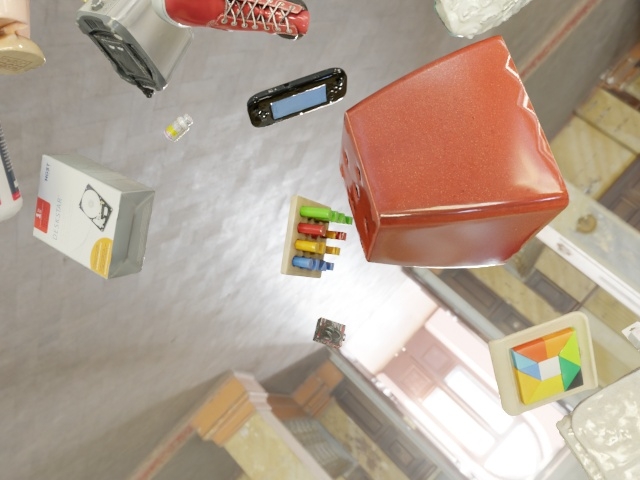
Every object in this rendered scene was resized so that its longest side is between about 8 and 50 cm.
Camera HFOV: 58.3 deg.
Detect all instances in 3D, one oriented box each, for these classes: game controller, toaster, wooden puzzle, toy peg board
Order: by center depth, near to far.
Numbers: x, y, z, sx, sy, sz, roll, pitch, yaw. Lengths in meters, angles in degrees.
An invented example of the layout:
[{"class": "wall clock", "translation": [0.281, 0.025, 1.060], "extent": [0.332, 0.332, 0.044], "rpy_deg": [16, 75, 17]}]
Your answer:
[{"class": "toaster", "translation": [-0.332, -0.389, 1.075], "extent": [0.146, 0.129, 0.227], "rpy_deg": [-63, 153, -16]}, {"class": "toy peg board", "translation": [0.000, 0.000, 1.192], "extent": [0.161, 0.079, 0.161], "rpy_deg": [14, 84, -63]}, {"class": "wooden puzzle", "translation": [0.537, 0.301, 1.369], "extent": [0.238, 0.221, 0.044], "rpy_deg": [-17, -161, 0]}, {"class": "game controller", "translation": [-0.069, -0.432, 1.753], "extent": [0.319, 0.067, 0.166], "rpy_deg": [-20, 156, -4]}]

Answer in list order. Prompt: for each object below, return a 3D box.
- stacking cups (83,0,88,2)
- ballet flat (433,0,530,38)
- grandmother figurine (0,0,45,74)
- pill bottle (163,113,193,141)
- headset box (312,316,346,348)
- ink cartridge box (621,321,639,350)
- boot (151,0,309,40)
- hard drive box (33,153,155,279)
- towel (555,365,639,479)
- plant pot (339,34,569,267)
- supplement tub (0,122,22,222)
[{"class": "stacking cups", "translation": [-0.371, -0.578, 0.989], "extent": [0.316, 0.096, 0.096], "rpy_deg": [-56, 159, 11]}, {"class": "ballet flat", "translation": [0.318, -0.461, 0.816], "extent": [0.409, 0.147, 0.147], "rpy_deg": [-43, 160, -11]}, {"class": "grandmother figurine", "translation": [-0.338, -0.345, 0.561], "extent": [0.104, 0.342, 0.208], "rpy_deg": [-7, 179, 31]}, {"class": "pill bottle", "translation": [-0.397, -0.317, 1.612], "extent": [0.083, 0.043, 0.043], "rpy_deg": [-36, 164, 16]}, {"class": "headset box", "translation": [0.028, 0.246, 1.518], "extent": [0.032, 0.083, 0.062], "rpy_deg": [132, -25, -62]}, {"class": "ink cartridge box", "translation": [0.671, 0.203, 1.180], "extent": [0.048, 0.083, 0.028], "rpy_deg": [-26, 146, -12]}, {"class": "boot", "translation": [-0.116, -0.347, 0.855], "extent": [0.244, 0.176, 0.088], "rpy_deg": [-33, 140, -60]}, {"class": "hard drive box", "translation": [-0.455, -0.053, 1.144], "extent": [0.089, 0.232, 0.181], "rpy_deg": [-15, 124, -58]}, {"class": "towel", "translation": [0.412, 0.199, 0.587], "extent": [0.282, 0.187, 0.049], "rpy_deg": [-33, 154, 11]}, {"class": "plant pot", "translation": [0.164, -0.099, 0.861], "extent": [0.235, 0.267, 0.267], "rpy_deg": [-13, 161, -6]}, {"class": "supplement tub", "translation": [-0.649, -0.159, 0.991], "extent": [0.191, 0.191, 0.272], "rpy_deg": [-27, 118, -45]}]
